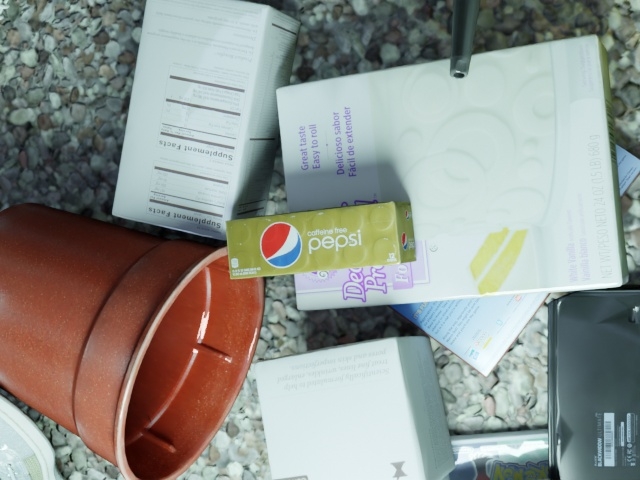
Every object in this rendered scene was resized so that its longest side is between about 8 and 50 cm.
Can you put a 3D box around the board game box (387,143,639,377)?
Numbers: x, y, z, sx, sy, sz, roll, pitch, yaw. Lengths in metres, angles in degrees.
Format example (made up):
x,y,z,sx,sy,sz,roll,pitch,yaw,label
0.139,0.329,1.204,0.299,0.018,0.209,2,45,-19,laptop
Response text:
x,y,z,sx,sy,sz,roll,pitch,yaw,label
0.202,-0.006,1.023,0.145,0.027,0.281,36,103,9,board game box

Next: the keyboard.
x,y,z,sx,sy,sz,roll,pitch,yaw,label
0.339,0.204,0.995,0.202,0.033,0.317,-1,94,7,keyboard

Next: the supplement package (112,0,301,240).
x,y,z,sx,sy,sz,roll,pitch,yaw,label
-0.121,-0.136,1.037,0.134,0.139,0.244,13,98,12,supplement package

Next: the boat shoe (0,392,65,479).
x,y,z,sx,sy,sz,roll,pitch,yaw,label
-0.367,0.255,1.072,0.118,0.103,0.320,26,144,26,boat shoe

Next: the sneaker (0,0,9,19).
x,y,z,sx,sy,sz,roll,pitch,yaw,label
-0.409,-0.281,1.120,0.091,0.094,0.258,1,95,19,sneaker

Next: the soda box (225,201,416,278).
x,y,z,sx,sy,sz,roll,pitch,yaw,label
0.000,0.000,0.947,0.181,0.058,0.061,-6,89,21,soda box

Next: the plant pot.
x,y,z,sx,sy,sz,roll,pitch,yaw,label
-0.242,0.091,1.041,0.265,0.272,0.272,20,100,20,plant pot

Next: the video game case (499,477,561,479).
x,y,z,sx,sy,sz,roll,pitch,yaw,label
0.163,0.397,1.038,0.248,0.035,0.274,-10,93,30,video game case

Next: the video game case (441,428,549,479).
x,y,z,sx,sy,sz,roll,pitch,yaw,label
0.222,0.301,1.051,0.201,0.023,0.183,-8,94,15,video game case

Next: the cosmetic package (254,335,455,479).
x,y,z,sx,sy,sz,roll,pitch,yaw,label
0.041,0.185,0.992,0.151,0.184,0.151,-12,81,15,cosmetic package

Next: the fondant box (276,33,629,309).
x,y,z,sx,sy,sz,roll,pitch,yaw,label
0.131,-0.058,0.976,0.330,0.096,0.238,-6,89,22,fondant box

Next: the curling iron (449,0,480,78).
x,y,z,sx,sy,sz,roll,pitch,yaw,label
0.138,-0.280,0.956,0.068,0.035,0.274,-8,68,21,curling iron
